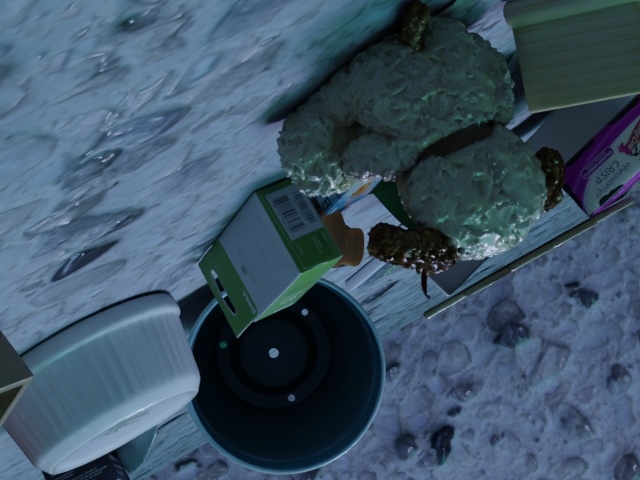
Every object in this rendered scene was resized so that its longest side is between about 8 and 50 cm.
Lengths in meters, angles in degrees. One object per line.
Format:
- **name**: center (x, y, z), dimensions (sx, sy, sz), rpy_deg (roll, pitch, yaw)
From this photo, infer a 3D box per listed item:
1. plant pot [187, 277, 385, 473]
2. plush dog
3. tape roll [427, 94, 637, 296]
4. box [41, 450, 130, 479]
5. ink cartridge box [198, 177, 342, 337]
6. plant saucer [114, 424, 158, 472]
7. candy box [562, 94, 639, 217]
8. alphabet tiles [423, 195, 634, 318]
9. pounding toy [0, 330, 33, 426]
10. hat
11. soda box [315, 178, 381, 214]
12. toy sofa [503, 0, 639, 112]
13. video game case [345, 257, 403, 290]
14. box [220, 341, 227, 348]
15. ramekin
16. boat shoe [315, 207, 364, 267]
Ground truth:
- **plant pot**: center (-0.061, 0.169, 2.062), dimensions (0.272, 0.271, 0.255), rpy_deg (-30, -175, -4)
- **plush dog**: center (0.121, -0.088, 1.361), dimensions (0.262, 0.225, 0.210), rpy_deg (-27, 169, -20)
- **tape roll**: center (0.282, -0.084, 1.995), dimensions (0.392, 0.072, 0.392), rpy_deg (-47, 176, -4)
- **box**: center (-0.343, 0.288, 2.034), dimensions (0.093, 0.158, 0.156), rpy_deg (-27, 170, -6)
- **ink cartridge box**: center (-0.063, 0.022, 1.701), dimensions (0.062, 0.109, 0.209), rpy_deg (-23, 167, -31)
- **plant saucer**: center (-0.259, 0.222, 2.024), dimensions (0.037, 0.195, 0.195), rpy_deg (15, 150, -19)
- **candy box**: center (0.386, -0.120, 1.748), dimensions (0.159, 0.071, 0.233), rpy_deg (-46, 170, 28)
- **alphabet tiles**: center (0.255, 0.026, 1.846), dimensions (0.285, 0.011, 0.342), rpy_deg (-30, 176, 2)
- **pounding toy**: center (-0.399, 0.162, 1.515), dimensions (0.130, 0.100, 0.141), rpy_deg (-19, 154, -50)
- **hat**: center (0.154, -0.028, 1.864), dimensions (0.208, 0.183, 0.173), rpy_deg (-27, 170, -18)
- **soda box**: center (0.045, -0.097, 1.562), dimensions (0.058, 0.063, 0.183), rpy_deg (-25, 168, -29)
- **toy sofa**: center (0.351, -0.252, 1.547), dimensions (0.150, 0.177, 0.362), rpy_deg (-7, -172, 40)
- **video game case**: center (0.153, 0.016, 2.526), dimensions (0.173, 0.022, 0.190), rpy_deg (-21, 166, -41)
- **box**: center (-0.158, 0.236, 2.462), dimensions (0.043, 0.105, 0.179), rpy_deg (-24, 168, -30)
- **ramekin**: center (-0.275, 0.187, 1.836), dimensions (0.273, 0.127, 0.273), rpy_deg (-30, 170, -6)
- **boat shoe**: center (0.000, 0.000, 1.885), dimensions (0.073, 0.073, 0.207), rpy_deg (8, 171, 15)
